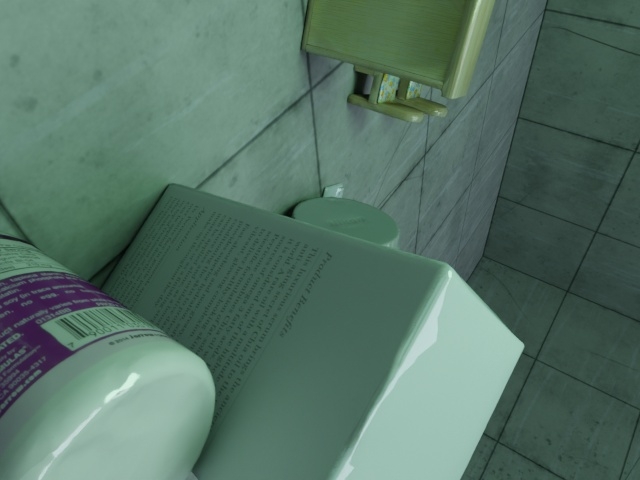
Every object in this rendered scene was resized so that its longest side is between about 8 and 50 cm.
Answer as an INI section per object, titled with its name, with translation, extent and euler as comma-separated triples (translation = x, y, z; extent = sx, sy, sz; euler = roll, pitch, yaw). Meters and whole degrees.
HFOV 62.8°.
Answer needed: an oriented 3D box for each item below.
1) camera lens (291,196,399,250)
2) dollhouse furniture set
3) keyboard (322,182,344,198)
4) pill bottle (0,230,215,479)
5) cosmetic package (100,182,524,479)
[camera lens]
translation = 0.024, 0.081, 1.005
extent = 0.219, 0.219, 0.274
euler = -30, 139, -51
[dollhouse furniture set]
translation = 0.193, -0.372, 0.876
extent = 0.394, 0.256, 0.362
euler = -28, 137, -52
[keyboard]
translation = 0.000, 0.000, 1.136
extent = 0.072, 0.014, 0.256
euler = -18, 128, -52
[pill bottle]
translation = -0.242, 0.091, 0.392
extent = 0.169, 0.302, 0.169
euler = -43, 146, -38
[cosmetic package]
translation = -0.064, 0.099, 0.550
extent = 0.161, 0.453, 0.230
euler = 39, 77, -40
